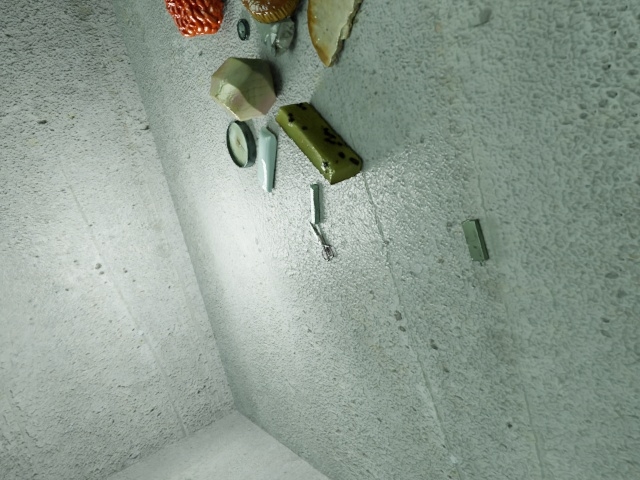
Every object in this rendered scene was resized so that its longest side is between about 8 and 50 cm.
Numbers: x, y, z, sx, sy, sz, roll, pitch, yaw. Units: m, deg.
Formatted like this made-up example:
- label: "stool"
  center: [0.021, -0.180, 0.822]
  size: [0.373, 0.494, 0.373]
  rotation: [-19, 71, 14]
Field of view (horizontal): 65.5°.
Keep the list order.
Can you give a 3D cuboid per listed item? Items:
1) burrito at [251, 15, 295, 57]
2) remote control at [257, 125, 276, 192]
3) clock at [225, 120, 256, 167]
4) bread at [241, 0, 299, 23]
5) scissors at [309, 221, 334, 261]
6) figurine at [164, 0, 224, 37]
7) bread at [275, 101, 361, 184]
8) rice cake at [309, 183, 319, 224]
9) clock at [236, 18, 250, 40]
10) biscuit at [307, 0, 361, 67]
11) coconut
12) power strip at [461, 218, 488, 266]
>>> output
- label: "burrito"
  center: [-0.217, -0.872, 1.774]
  size: [0.139, 0.101, 0.445]
  rotation: [-40, 72, 54]
- label: "remote control"
  center: [-0.242, -0.348, 2.166]
  size: [0.103, 0.051, 0.293]
  rotation: [44, 142, 35]
- label: "clock"
  center: [-0.375, -0.447, 2.322]
  size: [0.226, 0.049, 0.226]
  rotation: [35, 135, 46]
- label: "bread"
  center: [-0.170, -0.824, 1.638]
  size: [0.199, 0.104, 0.199]
  rotation: [1, 94, 15]
- label: "scissors"
  center: [0.000, 0.000, 2.011]
  size: [0.176, 0.022, 0.085]
  rotation: [62, 149, 8]
- label: "figurine"
  center: [-0.536, -1.061, 2.035]
  size: [0.306, 0.241, 0.411]
  rotation: [163, 95, -85]
- label: "bread"
  center: [-0.007, -0.342, 1.713]
  size: [0.361, 0.138, 0.077]
  rotation: [52, 143, 27]
- label: "rice cake"
  center: [-0.023, -0.142, 1.961]
  size: [0.033, 0.029, 0.170]
  rotation: [37, 135, 52]
- label: "clock"
  center: [-0.313, -0.855, 2.016]
  size: [0.085, 0.017, 0.085]
  rotation: [34, 134, 44]
- label: "biscuit"
  center: [0.034, -0.714, 1.526]
  size: [0.204, 0.040, 0.309]
  rotation: [56, 146, 22]
- label: "coconut"
  center: [-0.295, -0.602, 1.934]
  size: [0.259, 0.259, 0.259]
  rotation: [34, 134, 44]
- label: "power strip"
  center: [0.421, 0.006, 1.352]
  size: [0.051, 0.019, 0.136]
  rotation: [-11, 98, 57]
